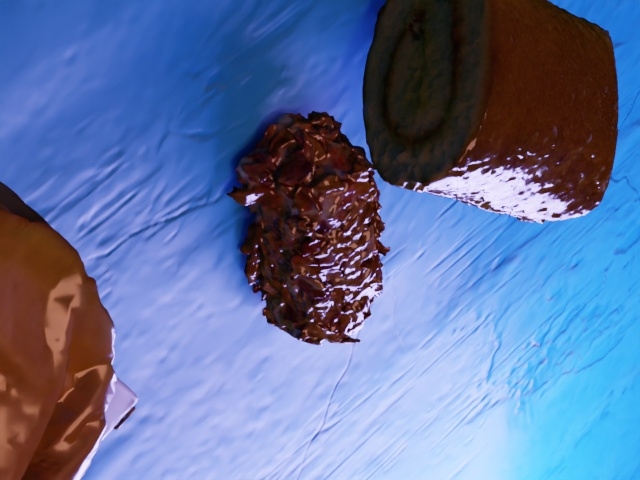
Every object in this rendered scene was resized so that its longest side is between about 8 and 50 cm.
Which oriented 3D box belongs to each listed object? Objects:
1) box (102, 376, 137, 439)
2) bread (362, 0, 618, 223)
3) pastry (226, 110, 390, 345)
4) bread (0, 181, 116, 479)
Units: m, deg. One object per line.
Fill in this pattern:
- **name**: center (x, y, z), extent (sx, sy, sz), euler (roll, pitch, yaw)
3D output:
- **box**: center (-0.242, 0.077, 0.913), extent (0.214, 0.069, 0.353), euler (-49, 149, -7)
- **bread**: center (0.102, -0.082, 1.158), extent (0.172, 0.103, 0.132), euler (14, 79, -56)
- **pastry**: center (0.002, -0.002, 1.151), extent (0.087, 0.063, 0.169), euler (-37, 145, -21)
- **bread**: center (-0.188, 0.078, 0.652), extent (0.274, 0.149, 0.274), euler (-22, 122, -39)
